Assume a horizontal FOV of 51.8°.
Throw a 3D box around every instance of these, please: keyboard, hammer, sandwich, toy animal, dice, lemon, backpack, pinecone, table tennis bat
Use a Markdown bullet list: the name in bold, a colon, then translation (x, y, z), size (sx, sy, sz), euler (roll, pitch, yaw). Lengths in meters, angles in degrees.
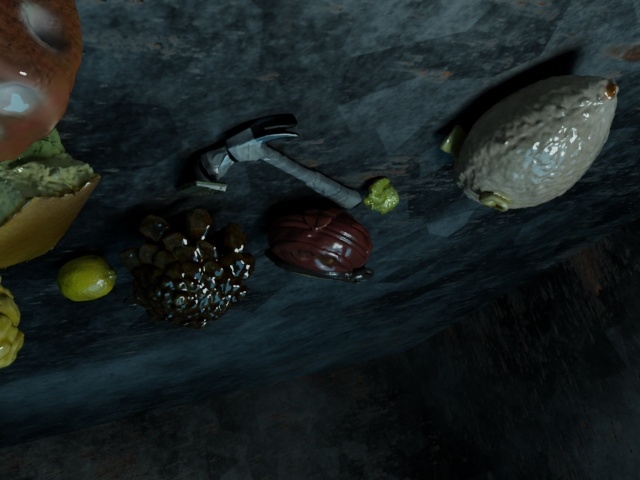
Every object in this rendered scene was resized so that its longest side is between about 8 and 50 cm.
- **keyboard**: translation (-0.182, -0.081, 0.999), size (0.049, 0.015, 0.129), euler (10, 176, -24)
- **hammer**: translation (-0.033, -0.108, 1.124), size (0.152, 0.044, 0.427), euler (-27, 161, 17)
- **sandwich**: translation (-0.359, -0.056, 0.804), size (0.186, 0.108, 0.220), euler (-38, 180, 9)
- **toy animal**: translation (0.361, -0.160, 1.140), size (0.226, 0.188, 0.358), euler (-16, 161, -28)
- **dice**: translation (-0.303, -0.161, 0.509), size (0.174, 0.179, 0.174), euler (-30, 158, 21)
- **lemon**: translation (-0.407, 0.065, 1.156), size (0.110, 0.082, 0.082), euler (-16, 161, 8)
- **backpack**: translation (-0.001, 0.002, 1.273), size (0.229, 0.139, 0.229), euler (12, 172, 2)
- **pinecone**: translation (-0.221, 0.044, 1.127), size (0.201, 0.202, 0.229), euler (-32, 156, -52)
- **table tennis bat**: translation (-0.408, 0.136, 1.455), size (0.050, 0.007, 0.083), euler (-11, 157, -24)

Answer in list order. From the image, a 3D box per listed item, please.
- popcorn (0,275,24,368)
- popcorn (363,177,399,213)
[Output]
- **popcorn**: translation (-0.575, 0.137, 1.006), size (0.250, 0.250, 0.190), euler (-18, 127, -5)
- **popcorn**: translation (0.120, -0.091, 1.292), size (0.068, 0.060, 0.083), euler (1, 146, 29)
